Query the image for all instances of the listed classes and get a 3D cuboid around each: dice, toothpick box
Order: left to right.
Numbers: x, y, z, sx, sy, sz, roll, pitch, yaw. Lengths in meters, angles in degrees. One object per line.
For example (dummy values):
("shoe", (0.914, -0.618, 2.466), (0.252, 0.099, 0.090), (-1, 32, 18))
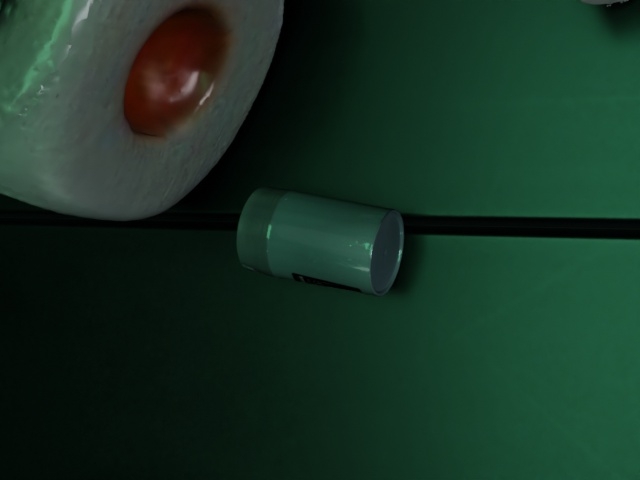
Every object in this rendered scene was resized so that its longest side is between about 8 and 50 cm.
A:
("dice", (-0.148, -0.132, 0.608), (0.192, 0.193, 0.194), (33, 102, 22))
("toothpick box", (0.000, 0.000, 0.608), (0.083, 0.052, 0.052), (11, 92, 24))

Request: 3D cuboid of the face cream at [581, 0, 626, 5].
("face cream", (0.130, -0.236, 0.537), (0.096, 0.096, 0.214), (-27, 76, 21))
